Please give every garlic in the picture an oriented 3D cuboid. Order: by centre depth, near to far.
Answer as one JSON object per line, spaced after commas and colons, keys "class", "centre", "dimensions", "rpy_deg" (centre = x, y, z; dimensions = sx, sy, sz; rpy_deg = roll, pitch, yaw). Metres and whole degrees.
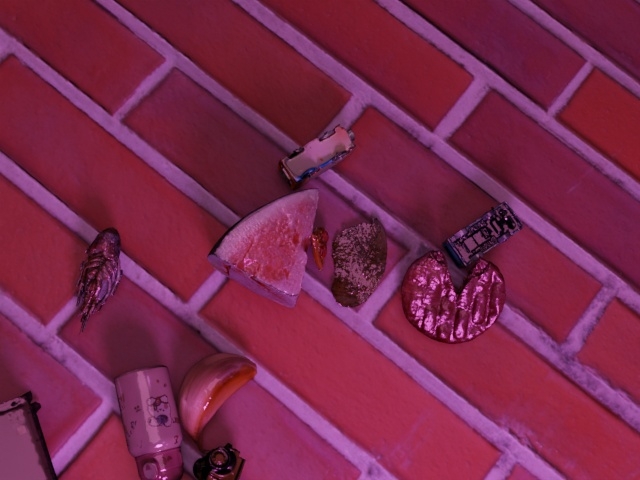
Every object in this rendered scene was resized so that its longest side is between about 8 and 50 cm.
{"class": "garlic", "centre": [-0.232, 0.306, 1.689], "dimensions": [0.115, 0.128, 0.206], "rpy_deg": [29, 80, 27]}

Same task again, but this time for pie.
{"class": "pie", "centre": [0.278, 0.117, 1.782], "dimensions": [0.219, 0.054, 0.204], "rpy_deg": [22, 102, 0]}

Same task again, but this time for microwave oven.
{"class": "microwave oven", "centre": [-0.585, 0.438, 1.568], "dimensions": [0.178, 0.188, 0.247], "rpy_deg": [-19, 74, -17]}

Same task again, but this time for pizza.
{"class": "pizza", "centre": [-0.002, 0.007, 1.793], "dimensions": [0.029, 0.099, 0.100], "rpy_deg": [-3, 74, 10]}

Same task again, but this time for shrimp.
{"class": "shrimp", "centre": [-0.459, 0.085, 1.734], "dimensions": [0.090, 0.079, 0.232], "rpy_deg": [14, 79, 2]}

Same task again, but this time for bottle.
{"class": "bottle", "centre": [-0.331, 0.369, 1.652], "dimensions": [0.110, 0.110, 0.233], "rpy_deg": [-12, 76, -10]}

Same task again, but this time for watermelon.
{"class": "watermelon", "centre": [-0.080, 0.027, 1.719], "dimensions": [0.262, 0.213, 0.201], "rpy_deg": [-36, 82, -14]}

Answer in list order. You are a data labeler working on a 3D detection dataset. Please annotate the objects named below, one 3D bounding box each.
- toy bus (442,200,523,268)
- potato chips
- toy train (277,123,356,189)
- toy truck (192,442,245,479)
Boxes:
{"class": "toy bus", "centre": [0.355, -0.011, 1.843], "dimensions": [0.160, 0.092, 0.079], "rpy_deg": [-33, 86, -8]}
{"class": "potato chips", "centre": [0.079, 0.044, 1.833], "dimensions": [0.142, 0.026, 0.209], "rpy_deg": [38, 74, 7]}
{"class": "toy train", "centre": [-0.006, -0.183, 1.847], "dimensions": [0.188, 0.099, 0.072], "rpy_deg": [-32, 83, -15]}
{"class": "toy truck", "centre": [-0.211, 0.521, 1.594], "dimensions": [0.127, 0.127, 0.257], "rpy_deg": [24, 57, -8]}
